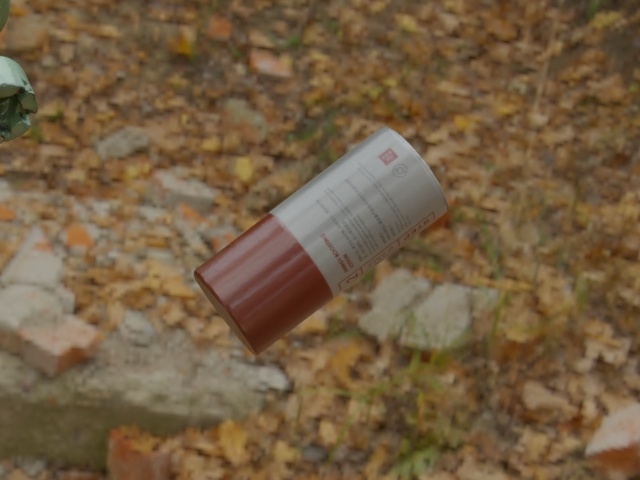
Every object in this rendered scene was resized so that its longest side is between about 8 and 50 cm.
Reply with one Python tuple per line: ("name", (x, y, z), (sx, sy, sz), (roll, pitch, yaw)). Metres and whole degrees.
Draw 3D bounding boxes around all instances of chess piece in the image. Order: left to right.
("chess piece", (-0.182, -0.098, 0.732), (0.067, 0.067, 0.103), (-8, 48, -30))

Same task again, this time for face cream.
("face cream", (0.000, 0.000, 1.238), (0.214, 0.096, 0.096), (-37, 43, -9))
